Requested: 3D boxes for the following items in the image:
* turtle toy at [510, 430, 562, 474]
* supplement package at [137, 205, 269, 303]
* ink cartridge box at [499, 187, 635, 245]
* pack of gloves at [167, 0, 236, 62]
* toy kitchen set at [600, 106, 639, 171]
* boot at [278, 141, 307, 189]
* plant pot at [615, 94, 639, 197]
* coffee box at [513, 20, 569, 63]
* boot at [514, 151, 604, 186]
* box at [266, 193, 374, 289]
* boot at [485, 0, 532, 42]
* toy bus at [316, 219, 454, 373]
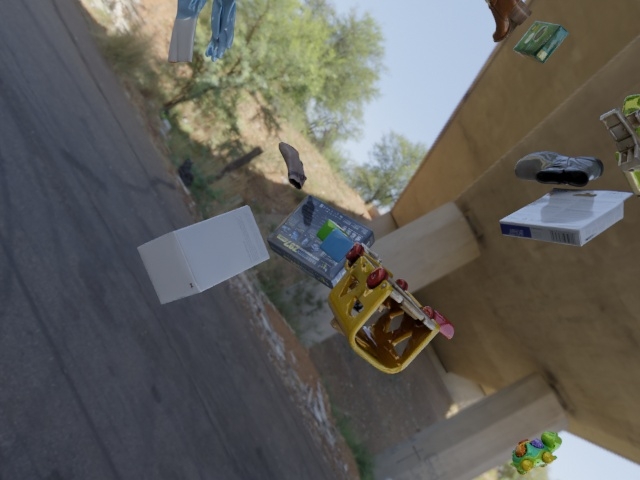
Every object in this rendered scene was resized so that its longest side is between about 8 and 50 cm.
[{"bbox_3d":[0.486,0.477,1.250,0.095,0.130,0.066,73,-4,-60],"label":"turtle toy"},{"bbox_3d":[-0.193,0.021,0.938,0.179,0.105,0.105,-28,98,-54],"label":"supplement package"},{"bbox_3d":[0.590,-0.061,1.333,0.223,0.224,0.045,14,-54,58],"label":"ink cartridge box"},{"bbox_3d":[-0.224,-0.478,1.146,0.195,0.232,0.046,15,7,37],"label":"pack of gloves"},{"bbox_3d":[0.534,-0.182,0.953,0.083,0.068,0.075,45,48,-16],"label":"toy kitchen set"},{"bbox_3d":[-0.076,-0.194,1.471,0.118,0.042,0.087,41,41,-40],"label":"boot"},{"bbox_3d":[0.912,-0.235,1.448,0.227,0.207,0.228,10,-19,46],"label":"plant pot"},{"bbox_3d":[0.674,-0.611,1.709,0.040,0.113,0.184,32,18,-17],"label":"coffee box"},{"bbox_3d":[0.615,-0.189,1.493,0.246,0.161,0.083,7,-71,44],"label":"boot"},{"bbox_3d":[0.000,0.000,1.491,0.232,0.183,0.059,31,-23,27],"label":"box"},{"bbox_3d":[0.535,-0.694,1.673,0.152,0.073,0.197,42,-12,-4],"label":"boot"},{"bbox_3d":[0.061,0.082,0.714,0.191,0.104,0.202,43,5,26],"label":"toy bus"}]
